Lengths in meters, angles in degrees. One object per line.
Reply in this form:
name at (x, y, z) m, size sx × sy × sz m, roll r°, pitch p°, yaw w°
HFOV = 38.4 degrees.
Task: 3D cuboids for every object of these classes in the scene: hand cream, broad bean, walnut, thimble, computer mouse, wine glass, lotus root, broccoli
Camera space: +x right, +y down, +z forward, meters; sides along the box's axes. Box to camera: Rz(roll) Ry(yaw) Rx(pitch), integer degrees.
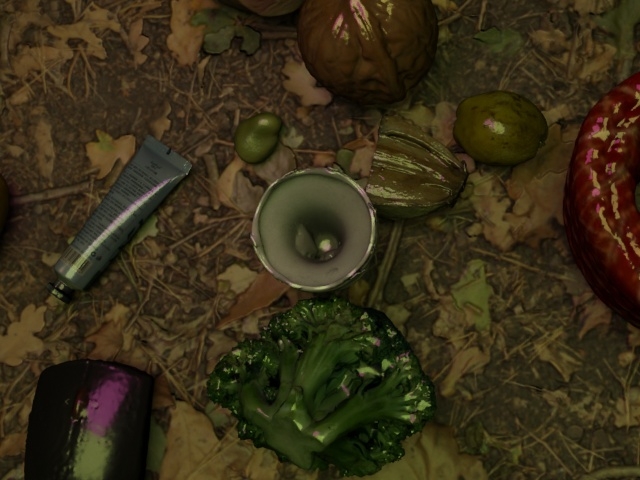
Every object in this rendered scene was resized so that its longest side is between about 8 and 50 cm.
hand cream at (-0.300, -0.026, 1.345) m, size 0.091 × 0.058 × 0.271 m, roll 34°, pitch 83°, yaw 21°
broad bean at (-0.092, -0.153, 1.346) m, size 0.063 × 0.045 × 0.083 m, roll 36°, pitch 95°, yaw -2°
walnut at (0.065, -0.286, 1.262) m, size 0.213 × 0.213 × 0.213 m, roll -1°, pitch 82°, yaw 6°
thimble at (0.484, -0.049, 1.181) m, size 0.350 × 0.230 × 0.350 m, roll -1°, pitch 82°, yaw 8°
computer mouse at (-0.327, 0.300, 1.277) m, size 0.170 × 0.100 × 0.269 m, roll 3°, pitch 83°, yaw 4°
wine glass at (0.000, 0.000, 1.237) m, size 0.164 × 0.196 × 0.165 m, roll -1°, pitch 80°, yaw 4°
lotus root at (0.131, -0.086, 1.300) m, size 0.144 × 0.070 × 0.143 m, roll 20°, pitch 70°, yaw 8°
broccoli at (0.005, 0.204, 1.190) m, size 0.294 × 0.245 × 0.265 m, roll -3°, pitch 105°, yaw 31°

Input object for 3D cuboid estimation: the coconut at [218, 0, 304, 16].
coconut at (-0.089, -0.446, 1.303) m, size 0.259 × 0.259 × 0.259 m, roll -1°, pitch 82°, yaw 6°

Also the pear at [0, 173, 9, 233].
pear at (-0.527, -0.040, 1.319) m, size 0.148 × 0.149 × 0.162 m, roll 17°, pitch 77°, yaw 8°

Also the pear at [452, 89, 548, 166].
pear at (0.250, -0.154, 1.280) m, size 0.131 × 0.107 × 0.107 m, roll 18°, pitch 84°, yaw 16°
